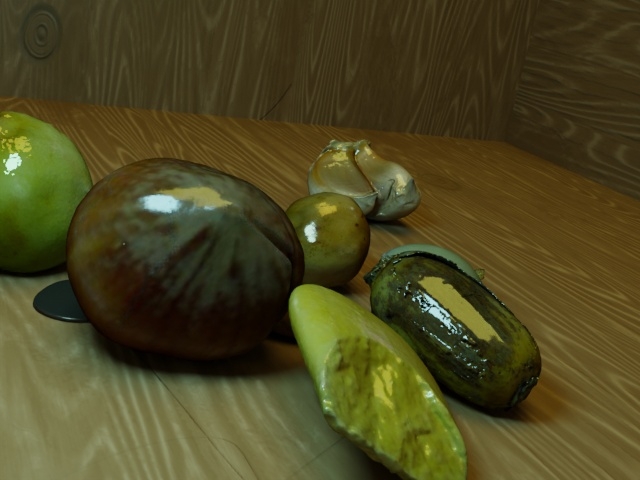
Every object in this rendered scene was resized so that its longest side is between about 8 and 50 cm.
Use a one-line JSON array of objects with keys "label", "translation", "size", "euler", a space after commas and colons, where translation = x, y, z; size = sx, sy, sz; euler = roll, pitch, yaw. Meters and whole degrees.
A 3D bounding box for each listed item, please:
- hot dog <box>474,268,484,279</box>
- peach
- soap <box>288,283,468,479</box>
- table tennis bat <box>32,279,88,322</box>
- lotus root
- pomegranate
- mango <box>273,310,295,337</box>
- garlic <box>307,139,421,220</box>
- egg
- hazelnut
[{"label": "hot dog", "translation": [0.301, 0.107, 2.060], "size": [0.169, 0.061, 0.078], "euler": [-10, 0, 26]}, {"label": "peach", "translation": [-0.607, -0.090, 1.773], "size": [0.314, 0.315, 0.281], "euler": [12, 32, -19]}, {"label": "soap", "translation": [0.084, 0.207, 1.409], "size": [0.306, 0.115, 0.427], "euler": [31, 14, -23]}, {"label": "table tennis bat", "translation": [-0.447, 0.099, 1.731], "size": [0.154, 0.021, 0.274], "euler": [14, 20, 9]}, {"label": "lotus root", "translation": [0.231, 0.154, 1.625], "size": [0.196, 0.179, 0.397], "euler": [-21, 50, -41]}, {"label": "pomegranate", "translation": [0.006, 0.002, 1.971], "size": [0.233, 0.233, 0.233], "euler": [9, 18, -3]}, {"label": "mango", "translation": [-0.039, 0.142, 1.713], "size": [0.165, 0.089, 0.115], "euler": [1, 18, -20]}, {"label": "garlic", "translation": [0.127, -0.160, 2.560], "size": [0.286, 0.249, 0.313], "euler": [15, 29, -45]}, {"label": "egg", "translation": [0.228, 0.097, 1.838], "size": [0.217, 0.183, 0.183], "euler": [2, 15, 15]}, {"label": "hazelnut", "translation": [-0.226, 0.035, 1.527], "size": [0.410, 0.359, 0.359], "euler": [11, 16, -18]}]
